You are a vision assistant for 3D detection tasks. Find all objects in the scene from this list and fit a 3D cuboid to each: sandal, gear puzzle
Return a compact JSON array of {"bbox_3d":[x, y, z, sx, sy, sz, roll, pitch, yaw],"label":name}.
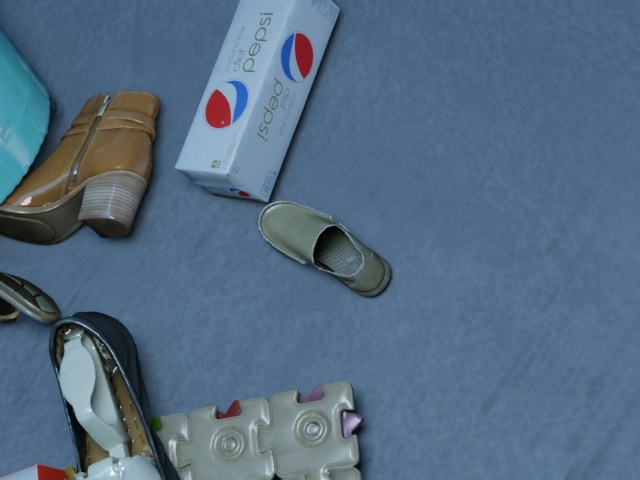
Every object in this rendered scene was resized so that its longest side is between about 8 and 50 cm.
[{"bbox_3d":[-0.329,0.052,1.666,0.180,0.072,0.049,21,93,25],"label":"sandal"},{"bbox_3d":[-0.115,0.240,1.542,0.339,0.044,0.175,-12,68,16],"label":"gear puzzle"}]

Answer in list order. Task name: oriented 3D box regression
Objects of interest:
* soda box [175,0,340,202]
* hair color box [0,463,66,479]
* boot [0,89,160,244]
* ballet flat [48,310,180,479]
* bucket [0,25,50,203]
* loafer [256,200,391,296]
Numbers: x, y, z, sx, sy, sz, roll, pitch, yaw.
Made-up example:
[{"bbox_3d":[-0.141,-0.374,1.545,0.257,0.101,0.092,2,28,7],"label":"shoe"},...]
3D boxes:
[{"bbox_3d":[-0.060,-0.148,1.644,0.074,0.069,0.216,8,71,40],"label":"soda box"},{"bbox_3d":[-0.298,0.260,1.567,0.141,0.043,0.072,-21,64,27],"label":"hair color box"},{"bbox_3d":[-0.252,-0.077,1.695,0.197,0.073,0.152,1,63,20],"label":"boot"},{"bbox_3d":[-0.188,0.188,1.507,0.095,0.096,0.280,-28,65,11],"label":"ballet flat"},{"bbox_3d":[-0.415,-0.135,1.662,0.281,0.183,0.281,-18,47,21],"label":"bucket"},{"bbox_3d":[0.000,0.000,1.587,0.148,0.050,0.056,27,80,24],"label":"loafer"}]
